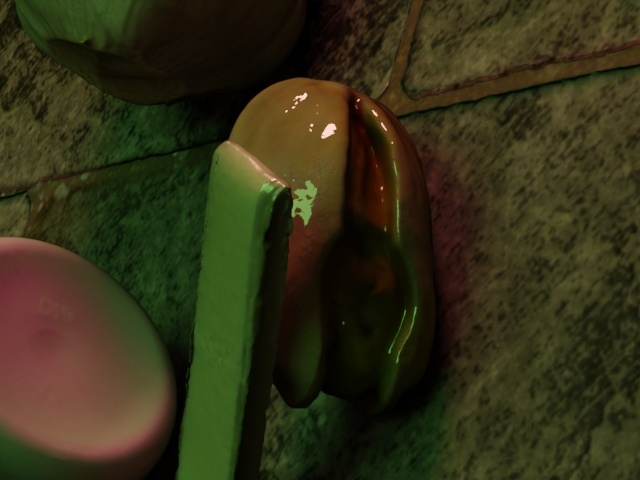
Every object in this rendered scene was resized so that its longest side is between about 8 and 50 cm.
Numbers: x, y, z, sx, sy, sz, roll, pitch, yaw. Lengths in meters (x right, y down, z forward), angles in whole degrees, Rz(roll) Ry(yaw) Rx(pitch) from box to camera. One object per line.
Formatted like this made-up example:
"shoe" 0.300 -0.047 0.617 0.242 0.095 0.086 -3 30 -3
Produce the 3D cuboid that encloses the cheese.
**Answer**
"cheese" -0.070 0.124 1.268 0.085 0.034 0.400 34 127 42

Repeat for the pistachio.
"pistachio" 0.000 0.000 1.336 0.197 0.166 0.288 128 148 -56

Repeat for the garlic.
"garlic" -0.147 -0.266 1.595 0.317 0.317 0.259 -10 62 49

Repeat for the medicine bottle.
"medicine bottle" -0.304 0.180 1.512 0.325 0.256 0.256 -47 36 35
